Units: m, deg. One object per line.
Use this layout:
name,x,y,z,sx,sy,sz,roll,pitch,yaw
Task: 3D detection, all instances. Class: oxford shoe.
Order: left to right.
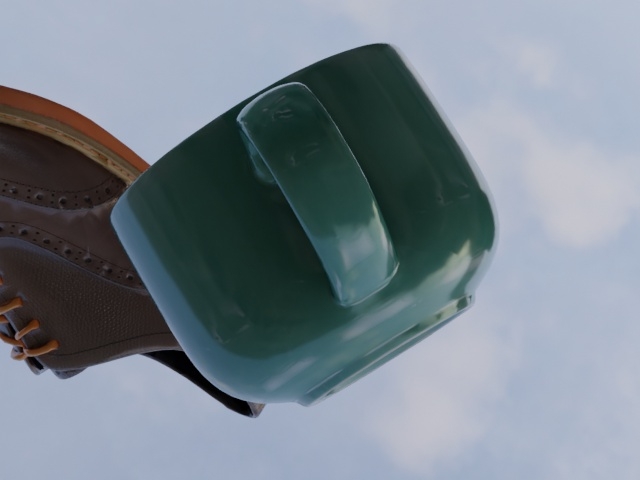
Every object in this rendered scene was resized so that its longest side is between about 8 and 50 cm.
oxford shoe,-0.156,0.003,0.794,0.364,0.130,0.132,21,-103,-28

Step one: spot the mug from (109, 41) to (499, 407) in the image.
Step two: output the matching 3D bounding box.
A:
mug,-0.005,0.004,0.523,0.097,0.129,0.158,58,-153,7
